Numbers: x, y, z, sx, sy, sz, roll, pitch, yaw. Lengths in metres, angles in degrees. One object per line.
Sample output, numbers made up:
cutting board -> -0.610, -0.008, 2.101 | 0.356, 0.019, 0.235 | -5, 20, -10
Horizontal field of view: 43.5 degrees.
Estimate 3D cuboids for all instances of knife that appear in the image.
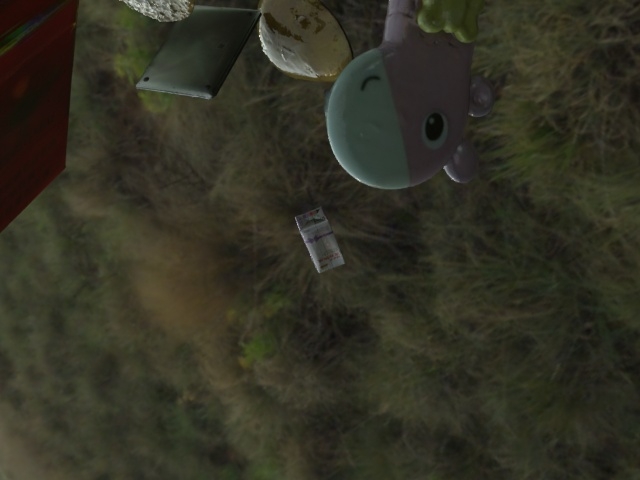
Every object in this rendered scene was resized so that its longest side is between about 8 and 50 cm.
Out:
knife -> 0.086, -0.228, 0.507 | 0.038, 0.132, 0.399 | 14, 97, 57

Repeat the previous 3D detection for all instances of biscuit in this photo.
biscuit -> -0.269, -0.392, 1.129 | 0.219, 0.033, 0.220 | 29, 160, 11

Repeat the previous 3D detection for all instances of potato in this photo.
potato -> -0.059, -0.451, 1.782 | 0.299, 0.116, 0.239 | 39, 155, 32

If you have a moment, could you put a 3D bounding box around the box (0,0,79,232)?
box -> -0.386, -0.149, 0.954 | 0.089, 0.197, 0.313 | 30, 139, 2

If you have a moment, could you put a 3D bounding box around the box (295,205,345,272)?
box -> 0.000, 0.000, 1.275 | 0.117, 0.050, 0.036 | 69, -178, -50

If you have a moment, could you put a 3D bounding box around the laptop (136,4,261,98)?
laptop -> -0.255, -0.406, 1.695 | 0.187, 0.269, 0.015 | 11, 147, 19
